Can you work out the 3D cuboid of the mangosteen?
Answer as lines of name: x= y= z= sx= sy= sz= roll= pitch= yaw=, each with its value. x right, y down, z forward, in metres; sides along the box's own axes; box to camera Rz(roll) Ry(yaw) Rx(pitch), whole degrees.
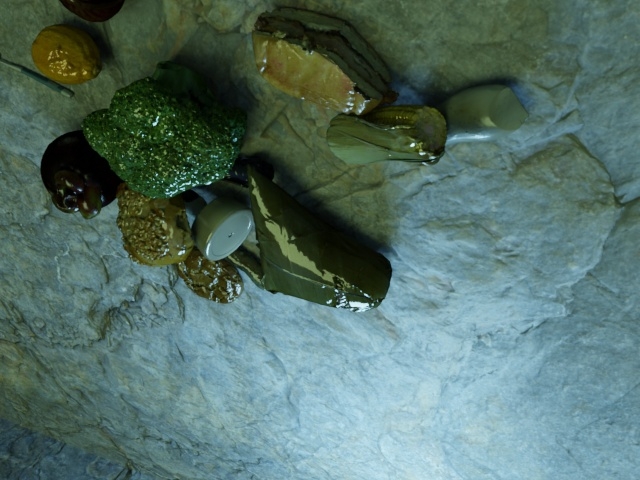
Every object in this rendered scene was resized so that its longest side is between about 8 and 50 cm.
mangosteen: x=-0.638 y=-0.170 z=1.893 sx=0.228 sy=0.265 sz=0.228 roll=2 pitch=130 yaw=2

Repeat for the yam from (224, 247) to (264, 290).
yam: x=-0.237 y=0.046 z=2.010 sx=0.253 sy=0.061 sz=0.061 roll=40 pitch=137 yaw=-7

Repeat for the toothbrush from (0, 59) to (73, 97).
toothbrush: x=-0.780 y=-0.449 z=1.901 sx=0.275 sy=0.019 sz=0.025 roll=27 pitch=129 yaw=6

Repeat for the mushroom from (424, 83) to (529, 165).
mushroom: x=0.278 y=-0.234 z=1.433 sx=0.270 sy=0.103 sz=0.118 roll=-17 pitch=110 yaw=52

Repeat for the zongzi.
zongzi: x=0.000 y=0.000 z=1.741 sx=0.356 sy=0.174 sz=0.393 roll=12 pitch=136 yaw=20

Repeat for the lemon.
lemon: x=-0.608 y=-0.446 z=1.713 sx=0.187 sy=0.142 sz=0.142 roll=25 pitch=137 yaw=11

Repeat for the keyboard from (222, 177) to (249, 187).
keyboard: x=-0.261 y=-0.161 z=1.846 sx=0.155 sy=0.053 sz=0.010 roll=17 pitch=93 yaw=15

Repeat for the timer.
timer: x=-0.329 y=-0.091 z=1.900 sx=0.266 sy=0.175 sz=0.175 roll=39 pitch=140 yaw=20

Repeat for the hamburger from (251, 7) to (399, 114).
hamburger: x=-0.007 y=-0.357 z=1.438 sx=0.245 sy=0.155 sz=0.282 roll=-17 pitch=121 yaw=42

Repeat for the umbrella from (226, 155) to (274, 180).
umbrella: x=-0.224 y=-0.189 z=1.794 sx=0.248 sy=0.071 sz=0.071 roll=12 pitch=134 yaw=33

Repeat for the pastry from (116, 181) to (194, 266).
pastry: x=-0.448 y=-0.046 z=1.851 sx=0.255 sy=0.161 sz=0.311 roll=67 pitch=157 yaw=-2

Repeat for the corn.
corn: x=0.132 y=-0.214 z=1.462 sx=0.305 sy=0.122 sz=0.123 roll=9 pitch=122 yaw=55

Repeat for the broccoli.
broccoli: x=-0.348 y=-0.249 z=1.637 sx=0.321 sy=0.310 sz=0.413 roll=42 pitch=171 yaw=-2

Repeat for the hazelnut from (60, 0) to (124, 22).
hazelnut: x=-0.505 y=-0.572 z=1.519 sx=0.178 sy=0.178 sz=0.204 roll=28 pitch=137 yaw=5

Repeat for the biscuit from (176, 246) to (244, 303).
biscuit: x=-0.336 y=0.110 z=2.140 sx=0.225 sy=0.042 sz=0.226 roll=15 pitch=135 yaw=16
